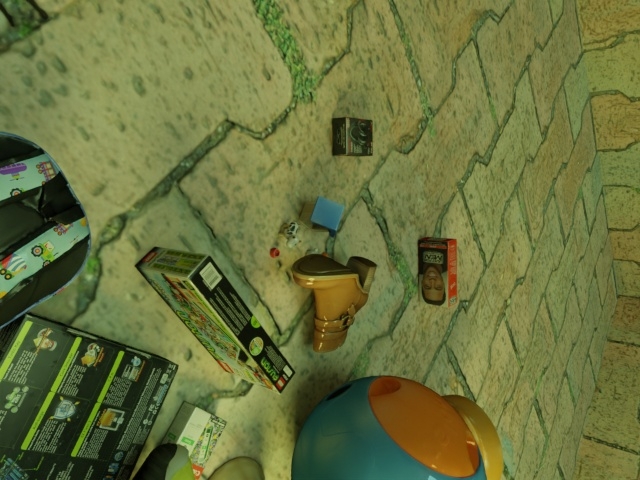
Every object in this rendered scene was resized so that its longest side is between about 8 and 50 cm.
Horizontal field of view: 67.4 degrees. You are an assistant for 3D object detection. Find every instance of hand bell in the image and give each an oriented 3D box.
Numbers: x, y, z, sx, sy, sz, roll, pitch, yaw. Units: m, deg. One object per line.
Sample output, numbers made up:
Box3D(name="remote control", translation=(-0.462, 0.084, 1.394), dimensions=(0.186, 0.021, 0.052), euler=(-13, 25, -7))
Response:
Box3D(name="hand bell", translation=(-0.040, 0.381, 0.603), dimensions=(0.126, 0.242, 0.126), euler=(-7, 99, -47))

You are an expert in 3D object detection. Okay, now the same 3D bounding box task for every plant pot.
Box3D(name="plant pot", translation=(0.214, 0.417, 0.943), dimensions=(0.188, 0.205, 0.205), euler=(7, 89, -33))

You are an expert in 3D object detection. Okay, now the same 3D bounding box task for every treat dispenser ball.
Box3D(name="treat dispenser ball", translation=(0.098, 0.352, 0.722), dimensions=(0.288, 0.288, 0.288), euler=(-6, 99, -48))

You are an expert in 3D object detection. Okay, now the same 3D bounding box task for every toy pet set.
Box3D(name="toy pet set", translation=(0.000, 0.000, 0.742), dimensions=(0.122, 0.065, 0.114), euler=(36, 68, -45))

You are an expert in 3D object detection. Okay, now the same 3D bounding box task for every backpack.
Box3D(name="backpack", translation=(-0.288, -0.002, 0.379), dimensions=(0.173, 0.117, 0.158), euler=(-41, 122, -38))

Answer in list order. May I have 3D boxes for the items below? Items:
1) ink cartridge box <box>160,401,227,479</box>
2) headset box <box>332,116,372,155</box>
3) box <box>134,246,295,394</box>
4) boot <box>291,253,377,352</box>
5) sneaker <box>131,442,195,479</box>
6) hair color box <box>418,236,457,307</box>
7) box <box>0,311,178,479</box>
Box3D(name="ink cartridge box", translation=(-0.172, 0.270, 0.603), dimensions=(0.063, 0.029, 0.115), euler=(47, 59, -40))
Box3D(name="headset box", translation=(0.052, -0.174, 0.809), dimensions=(0.083, 0.032, 0.062), euler=(-9, 100, -49))
Box3D(name="box", translation=(-0.122, 0.098, 0.579), dimensions=(0.036, 0.114, 0.207), euler=(-52, 128, -31))
Box3D(name="boot", translation=(0.011, 0.103, 0.739), dimensions=(0.197, 0.073, 0.152), euler=(5, 109, -51))
Box3D(name="sneaker", translation=(-0.134, 0.384, 0.434), dimensions=(0.147, 0.145, 0.385), euler=(16, 40, -26))
Box3D(name="hair color box", translation=(0.251, 0.066, 1.026), dimensions=(0.043, 0.072, 0.141), euler=(-13, 103, -48))
Box3D(name="box", translation=(-0.261, 0.188, 0.485), dimensions=(0.184, 0.045, 0.191), euler=(35, 69, -42))
